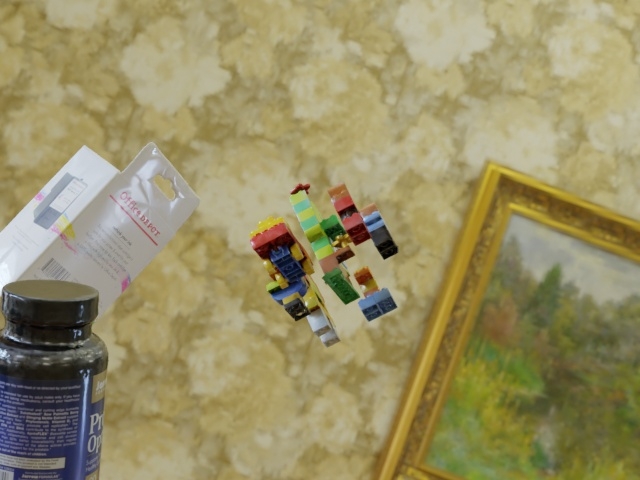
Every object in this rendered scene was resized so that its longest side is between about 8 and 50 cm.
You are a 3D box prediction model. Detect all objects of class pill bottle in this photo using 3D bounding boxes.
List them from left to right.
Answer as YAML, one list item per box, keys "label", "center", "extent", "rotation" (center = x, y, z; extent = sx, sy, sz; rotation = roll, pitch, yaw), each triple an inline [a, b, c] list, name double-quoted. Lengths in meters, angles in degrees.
- label: "pill bottle"
  center: [-0.274, 0.155, 1.066]
  extent: [0.122, 0.219, 0.123]
  rotation: [6, 9, -1]

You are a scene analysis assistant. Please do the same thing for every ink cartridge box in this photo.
- label: "ink cartridge box"
  center: [-0.394, -0.012, 1.849]
  extent: [0.119, 0.353, 0.207]
  rotation: [34, -13, 36]

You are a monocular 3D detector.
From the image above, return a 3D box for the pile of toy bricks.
- label: "pile of toy bricks"
  center: [0.000, 0.000, 0.946]
  extent: [0.105, 0.118, 0.212]
  rotation: [65, 4, 28]
